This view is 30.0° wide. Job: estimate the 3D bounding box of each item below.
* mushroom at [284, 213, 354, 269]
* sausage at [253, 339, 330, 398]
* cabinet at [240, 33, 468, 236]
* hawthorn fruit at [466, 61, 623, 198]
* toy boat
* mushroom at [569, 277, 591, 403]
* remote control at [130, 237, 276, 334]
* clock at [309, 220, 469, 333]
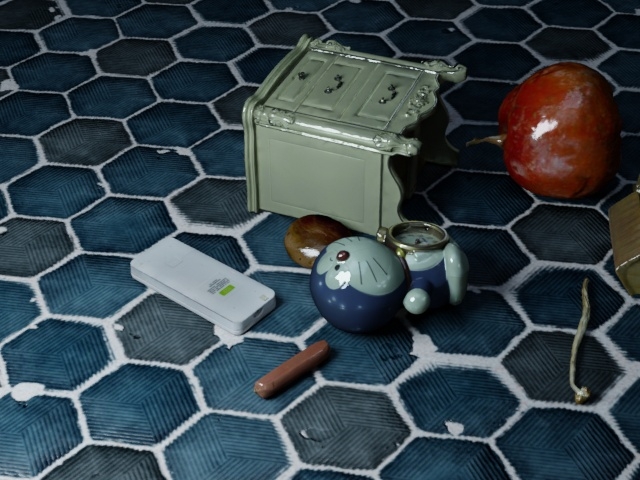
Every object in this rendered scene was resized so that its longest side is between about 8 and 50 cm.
[{"bbox_3d":[0.000,0.000,2.016,0.123,0.052,0.123,-1,44,1],"label":"mushroom"},{"bbox_3d":[-0.041,0.192,1.787,0.147,0.030,0.035,-32,46,-33],"label":"sausage"},{"bbox_3d":[0.065,-0.184,2.107,0.318,0.227,0.290,13,40,18],"label":"cabinet"},{"bbox_3d":[0.392,-0.185,2.104,0.271,0.242,0.242,-13,38,3],"label":"hawthorn fruit"},{"bbox_3d":[0.549,0.004,1.940,0.162,0.136,0.445,9,34,6],"label":"toy boat"},{"bbox_3d":[0.400,0.148,1.837,0.028,0.026,0.286,18,38,-1],"label":"mushroom"},{"bbox_3d":[-0.193,0.070,1.946,0.250,0.034,0.103,25,45,30],"label":"remote control"},{"bbox_3d":[0.104,0.060,1.862,0.243,0.146,0.199,-11,34,-18],"label":"clock"}]
